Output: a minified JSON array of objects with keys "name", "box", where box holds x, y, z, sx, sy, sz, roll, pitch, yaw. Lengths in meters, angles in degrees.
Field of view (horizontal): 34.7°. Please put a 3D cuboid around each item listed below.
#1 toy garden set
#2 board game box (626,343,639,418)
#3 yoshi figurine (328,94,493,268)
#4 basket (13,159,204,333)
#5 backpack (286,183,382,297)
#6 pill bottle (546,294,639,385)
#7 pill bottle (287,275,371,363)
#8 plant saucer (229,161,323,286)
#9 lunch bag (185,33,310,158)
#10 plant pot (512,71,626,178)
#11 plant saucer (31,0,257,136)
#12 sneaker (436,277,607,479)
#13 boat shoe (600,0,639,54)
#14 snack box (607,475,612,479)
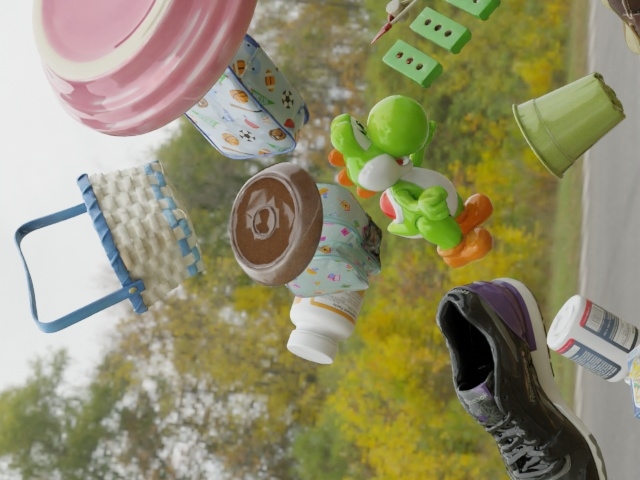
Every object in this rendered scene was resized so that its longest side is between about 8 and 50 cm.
[{"name":"toy garden set","box":[0.193,-0.368,1.638,0.244,0.204,0.049,-49,-46,2]},{"name":"board game box","box":[0.542,0.167,1.531,0.201,0.035,0.136,-53,14,35]},{"name":"yoshi figurine","box":[0.186,-0.125,1.851,0.203,0.362,0.203,-57,23,-12]},{"name":"basket","box":[-0.352,0.014,1.692,0.201,0.289,0.254,81,167,-46]},{"name":"backpack","box":[0.000,0.000,1.628,0.188,0.166,0.144,61,-151,-45]},{"name":"pill bottle","box":[0.494,0.181,1.767,0.108,0.180,0.108,-60,2,3]},{"name":"pill bottle","box":[0.018,0.124,2.120,0.136,0.136,0.245,75,-148,-67]},{"name":"plant saucer","box":[-0.067,-0.023,1.357,0.029,0.168,0.168,9,-92,-48]},{"name":"lunch bag","box":[-0.183,-0.290,2.015,0.303,0.243,0.115,49,-127,-38]},{"name":"plant pot","box":[0.232,-0.113,0.936,0.083,0.079,0.083,41,-151,-28]},{"name":"plant saucer","box":[-0.215,-0.285,1.160,0.084,0.332,0.332,20,-104,-51]},{"name":"sneaker","box":[0.191,0.180,1.052,0.124,0.107,0.283,-4,-112,-49]},{"name":"boat shoe","box":[0.589,-0.408,1.799,0.123,0.123,0.342,-48,-34,1]},{"name":"snack box","box":[0.452,0.448,1.763,0.141,0.037,0.100,20,-83,-61]}]
